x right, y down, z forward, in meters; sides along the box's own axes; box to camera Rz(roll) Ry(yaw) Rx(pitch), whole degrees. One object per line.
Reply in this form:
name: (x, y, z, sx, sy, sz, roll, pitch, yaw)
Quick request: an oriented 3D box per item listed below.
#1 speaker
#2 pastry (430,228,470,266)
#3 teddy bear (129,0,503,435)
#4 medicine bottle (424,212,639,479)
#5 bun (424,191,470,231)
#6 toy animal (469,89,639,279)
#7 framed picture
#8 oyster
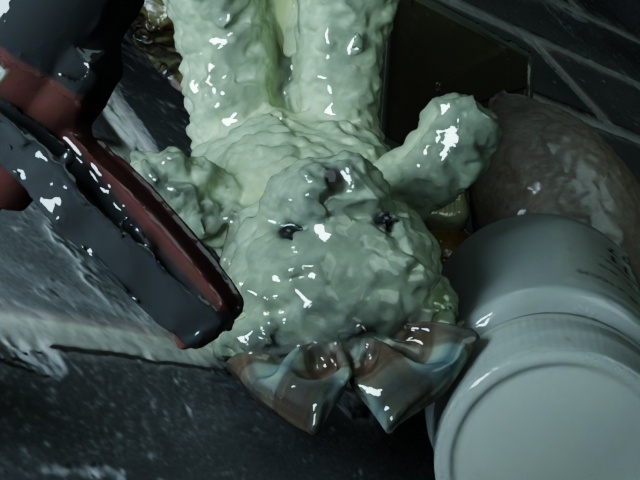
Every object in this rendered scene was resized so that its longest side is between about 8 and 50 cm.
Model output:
speaker: (-0.207, -0.013, 1.109, 0.198, 0.329, 0.259, 16, 37, -50)
pastry: (0.151, 0.046, 1.984, 0.153, 0.081, 0.153, 33, 24, -17)
teddy bear: (-0.003, -0.067, 1.611, 0.327, 0.375, 0.362, -3, 9, -7)
medicine bottle: (0.192, 0.121, 1.665, 0.211, 0.211, 0.371, 38, 15, -8)
bun: (0.104, -0.041, 2.108, 0.115, 0.069, 0.115, 18, 41, -17)
toy animal: (0.268, -0.008, 2.136, 0.226, 0.188, 0.358, 28, 38, -54)
framed picture: (0.166, -0.174, 2.399, 0.289, 0.016, 0.213, 20, 68, -44)
oyster: (-0.189, -0.253, 1.990, 0.361, 0.096, 0.221, 34, 16, -18)
